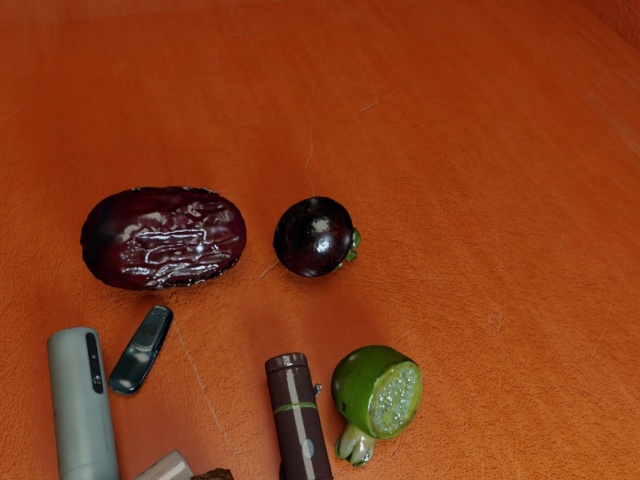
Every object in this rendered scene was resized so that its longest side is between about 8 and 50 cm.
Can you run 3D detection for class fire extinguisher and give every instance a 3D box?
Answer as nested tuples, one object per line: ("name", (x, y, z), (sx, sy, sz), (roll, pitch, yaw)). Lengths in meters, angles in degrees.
("fire extinguisher", (-0.029, 0.408, 1.082), (0.141, 0.105, 0.342), (5, 56, -32))

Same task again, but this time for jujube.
("jujube", (-0.374, -0.006, 1.266), (0.376, 0.258, 0.259), (-1, 51, -30))

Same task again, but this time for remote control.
("remote control", (-0.398, 0.240, 1.190), (0.072, 0.042, 0.222), (17, 52, 3))

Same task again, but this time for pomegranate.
("pomegranate", (0.105, 0.338, 1.132), (0.189, 0.241, 0.159), (-9, 15, -41))

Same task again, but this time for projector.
("projector", (-0.479, 0.340, 1.062), (0.108, 0.108, 0.338), (-13, 56, -18))

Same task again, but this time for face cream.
("face cream", (-0.361, 0.500, 0.971), (0.269, 0.082, 0.082), (-33, 63, -28))

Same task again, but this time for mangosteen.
("mangosteen", (-0.011, 0.000, 1.345), (0.215, 0.216, 0.216), (4, 52, -5))

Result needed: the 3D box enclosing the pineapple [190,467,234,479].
("pineapple", (-0.273, 0.547, 0.885), (0.361, 0.202, 0.202), (-25, 60, -16))
